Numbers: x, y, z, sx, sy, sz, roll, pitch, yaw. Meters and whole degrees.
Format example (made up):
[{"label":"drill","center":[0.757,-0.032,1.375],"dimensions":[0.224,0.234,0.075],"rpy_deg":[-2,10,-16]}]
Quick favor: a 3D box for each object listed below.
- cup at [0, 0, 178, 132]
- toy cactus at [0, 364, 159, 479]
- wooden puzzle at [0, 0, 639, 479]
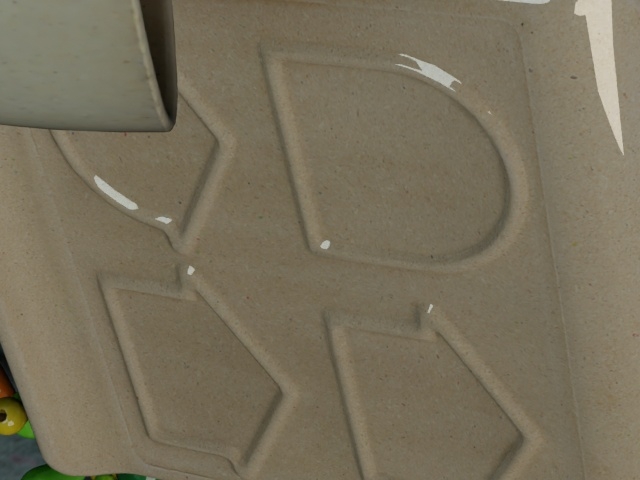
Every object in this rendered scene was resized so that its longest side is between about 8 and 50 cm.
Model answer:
[{"label":"cup","center":[-0.183,-0.188,0.661],"dimensions":[0.237,0.331,0.331],"rpy_deg":[-7,136,-1]},{"label":"toy cactus","center":[-0.108,0.100,1.140],"dimensions":[0.180,0.112,0.219],"rpy_deg":[-35,141,-27]},{"label":"wooden puzzle","center":[0.000,0.000,0.906],"dimensions":[0.080,0.348,0.322],"rpy_deg":[-59,146,-45]}]
